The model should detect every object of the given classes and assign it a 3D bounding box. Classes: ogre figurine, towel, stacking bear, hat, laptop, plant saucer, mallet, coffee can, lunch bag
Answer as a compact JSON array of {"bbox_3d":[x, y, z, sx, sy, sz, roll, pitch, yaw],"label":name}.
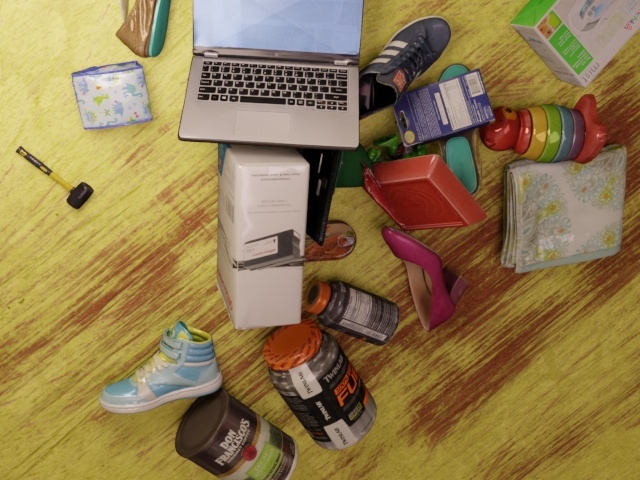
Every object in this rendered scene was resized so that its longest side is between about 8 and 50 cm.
[{"bbox_3d":[0.203,-0.226,1.871,0.197,0.097,0.118,-51,129,-38],"label":"ogre figurine"},{"bbox_3d":[0.683,-0.086,2.083,0.375,0.090,0.320,-10,115,-13],"label":"towel"},{"bbox_3d":[0.556,-0.283,1.928,0.289,0.175,0.164,2,145,-7],"label":"stacking bear"},{"bbox_3d":[0.124,-0.171,1.790,0.184,0.173,0.208,9,106,-4],"label":"hat"},{"bbox_3d":[-0.097,-0.425,1.583,0.382,0.407,0.236,3,145,-1],"label":"laptop"},{"bbox_3d":[0.241,-0.102,1.844,0.258,0.259,0.047,43,57,-36],"label":"plant saucer"},{"bbox_3d":[-0.604,-0.155,1.702,0.062,0.039,0.189,-40,113,4],"label":"mallet"},{"bbox_3d":[0.021,-0.142,1.752,0.137,0.264,0.234,-1,112,-27],"label":"laptop"},{"bbox_3d":[-0.225,0.555,2.020,0.201,0.201,0.275,-46,117,5],"label":"coffee can"},{"bbox_3d":[-0.460,-0.319,1.639,0.151,0.096,0.128,-16,116,-20],"label":"lunch bag"}]

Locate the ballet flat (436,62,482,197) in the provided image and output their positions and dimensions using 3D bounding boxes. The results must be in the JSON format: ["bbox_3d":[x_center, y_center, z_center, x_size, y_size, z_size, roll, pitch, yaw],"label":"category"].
[{"bbox_3d":[0.346,-0.266,1.880,0.123,0.123,0.348,-3,85,-16],"label":"ballet flat"}]

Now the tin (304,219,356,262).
[{"bbox_3d":[0.000,0.000,1.945,0.190,0.040,0.106,-3,117,-16],"label":"tin"}]

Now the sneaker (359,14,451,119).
[{"bbox_3d":[0.184,-0.398,1.768,0.350,0.148,0.131,-40,117,2],"label":"sneaker"}]

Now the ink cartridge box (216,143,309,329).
[{"bbox_3d":[-0.145,-0.031,1.748,0.166,0.285,0.394,-3,113,-16],"label":"ink cartridge box"}]

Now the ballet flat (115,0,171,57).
[{"bbox_3d":[-0.355,-0.560,1.570,0.124,0.116,0.342,25,112,3],"label":"ballet flat"}]

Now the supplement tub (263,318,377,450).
[{"bbox_3d":[-0.004,0.386,2.011,0.207,0.207,0.338,-32,118,-2],"label":"supplement tub"}]

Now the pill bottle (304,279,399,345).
[{"bbox_3d":[0.080,0.186,1.995,0.246,0.130,0.130,23,104,-23],"label":"pill bottle"}]

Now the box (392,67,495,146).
[{"bbox_3d":[0.297,-0.319,1.816,0.225,0.036,0.136,-16,81,9],"label":"box"}]

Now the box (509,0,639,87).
[{"bbox_3d":[0.652,-0.559,1.855,0.231,0.127,0.262,39,96,-25],"label":"box"}]

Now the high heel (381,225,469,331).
[{"bbox_3d":[0.253,0.108,1.997,0.377,0.127,0.181,37,88,-34],"label":"high heel"}]

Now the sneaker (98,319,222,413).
[{"bbox_3d":[-0.415,0.312,1.906,0.319,0.127,0.208,-12,117,-22],"label":"sneaker"}]
